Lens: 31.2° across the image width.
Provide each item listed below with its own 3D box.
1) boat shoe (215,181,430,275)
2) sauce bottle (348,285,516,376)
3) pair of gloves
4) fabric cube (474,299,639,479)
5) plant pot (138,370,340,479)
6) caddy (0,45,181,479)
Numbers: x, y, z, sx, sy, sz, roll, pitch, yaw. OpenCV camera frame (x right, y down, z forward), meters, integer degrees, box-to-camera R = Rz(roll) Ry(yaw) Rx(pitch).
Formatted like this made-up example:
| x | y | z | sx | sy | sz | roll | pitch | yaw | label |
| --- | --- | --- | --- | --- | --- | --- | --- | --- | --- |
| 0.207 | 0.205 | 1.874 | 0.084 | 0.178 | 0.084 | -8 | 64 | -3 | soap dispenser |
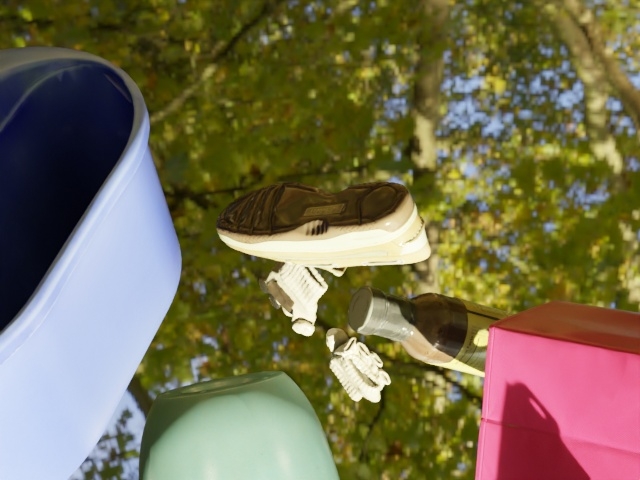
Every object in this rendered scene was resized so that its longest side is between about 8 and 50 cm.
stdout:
| x | y | z | sx | sy | sz | roll | pitch | yaw | label |
| --- | --- | --- | --- | --- | --- | --- | --- | --- | --- |
| 0.000 | 0.000 | 0.901 | 0.190 | 0.072 | 0.068 | 3 | -131 | 41 | boat shoe |
| 0.202 | 0.140 | 1.746 | 0.344 | 0.111 | 0.111 | 18 | -148 | -26 | sauce bottle |
| 0.004 | 0.129 | 1.598 | 0.042 | 0.204 | 0.240 | -36 | -90 | -17 | pair of gloves |
| 0.375 | 0.234 | 1.495 | 0.258 | 0.259 | 0.254 | 9 | -171 | 30 | fabric cube |
| -0.119 | 0.310 | 1.577 | 0.292 | 0.235 | 0.293 | -11 | 179 | 0 | plant pot |
| -0.235 | 0.010 | 0.714 | 0.241 | 0.179 | 0.341 | 5 | -134 | 19 | caddy |
